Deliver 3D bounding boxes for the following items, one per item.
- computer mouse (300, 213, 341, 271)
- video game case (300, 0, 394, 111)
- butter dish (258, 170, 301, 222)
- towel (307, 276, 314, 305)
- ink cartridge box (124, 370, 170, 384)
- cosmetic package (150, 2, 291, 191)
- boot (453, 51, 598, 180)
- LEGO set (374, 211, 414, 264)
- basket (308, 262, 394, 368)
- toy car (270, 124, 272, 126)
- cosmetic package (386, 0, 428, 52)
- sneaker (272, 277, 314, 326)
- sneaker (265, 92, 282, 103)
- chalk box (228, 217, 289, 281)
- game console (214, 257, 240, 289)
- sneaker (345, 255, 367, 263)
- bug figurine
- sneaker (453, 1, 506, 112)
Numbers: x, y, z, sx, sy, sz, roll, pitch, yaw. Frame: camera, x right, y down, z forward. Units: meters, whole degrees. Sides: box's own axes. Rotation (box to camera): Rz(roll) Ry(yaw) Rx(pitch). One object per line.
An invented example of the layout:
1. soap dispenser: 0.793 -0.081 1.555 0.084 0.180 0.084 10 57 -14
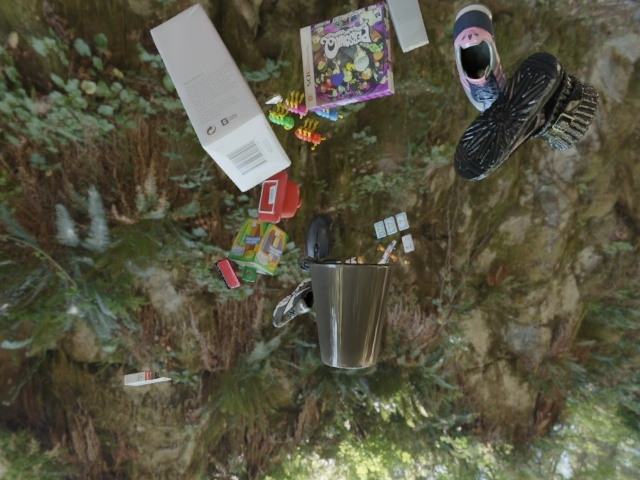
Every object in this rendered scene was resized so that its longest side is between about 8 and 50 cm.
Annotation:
1. computer mouse: 0.000 0.000 1.842 0.189 0.272 0.072 -1 164 11
2. video game case: 0.062 -0.450 1.031 0.232 0.210 0.042 -2 -176 28
3. butter dish: -0.116 -0.131 1.315 0.118 0.160 0.160 9 180 -33
4. towel: -0.035 0.217 1.769 0.029 0.067 0.119 23 -151 -44
5. ink cartridge box: -0.509 0.405 1.221 0.115 0.029 0.063 -11 157 0
6. cosmetic package: -0.266 -0.382 1.106 0.162 0.453 0.230 -30 156 2
7. boot: 0.535 -0.277 1.066 0.260 0.348 0.131 11 -143 -40
8. LEGO set: 0.342 0.008 1.948 0.183 0.244 0.060 -21 165 39
9. basket: 0.066 0.166 0.957 0.205 0.226 0.154 1 178 26
10. toy car: -0.230 -0.439 1.734 0.060 0.040 0.122 -9 -128 17
11. cosmetic package: 0.299 -0.816 1.468 0.107 0.238 0.127 -15 -141 15
12. sneaker: -0.091 0.249 1.581 0.234 0.078 0.106 -46 -150 -5
13. sneaker: -0.183 -0.548 1.623 0.083 0.031 0.037 -3 149 47
14. chalk box: -0.315 0.057 2.029 0.180 0.288 0.179 7 159 37
15. game console: -0.432 0.151 1.965 0.085 0.144 0.124 -25 -173 6
16. sneaker: 0.163 0.135 1.756 0.084 0.185 0.069 -8 -138 17
17. bug figurine: -0.052 -0.421 1.421 0.216 0.072 0.279 23 -136 6
18. sneaker: 0.397 -0.414 1.039 0.112 0.131 0.319 -6 147 33
